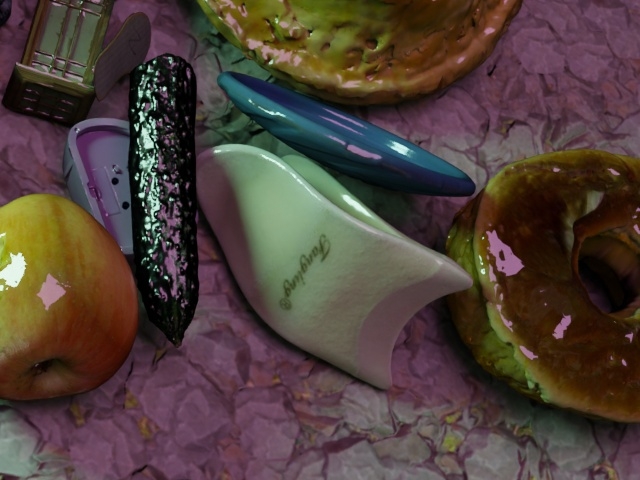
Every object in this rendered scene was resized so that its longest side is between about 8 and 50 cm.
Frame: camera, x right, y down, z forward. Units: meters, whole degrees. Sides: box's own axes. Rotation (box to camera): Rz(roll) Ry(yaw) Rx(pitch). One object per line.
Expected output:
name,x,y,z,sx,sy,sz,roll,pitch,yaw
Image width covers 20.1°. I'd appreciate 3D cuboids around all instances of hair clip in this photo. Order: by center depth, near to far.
hair clip,-0.007,0.008,1.819,0.282,0.172,0.113,48,33,18

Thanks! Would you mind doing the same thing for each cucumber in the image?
cucumber,-0.152,-0.040,1.772,0.072,0.072,0.300,4,65,-19

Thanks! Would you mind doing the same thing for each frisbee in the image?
frisbee,0.021,-0.096,1.842,0.289,0.289,0.049,23,98,-9

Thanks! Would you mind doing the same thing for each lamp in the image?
lamp,-0.250,-0.281,1.899,0.089,0.090,0.325,16,61,-12

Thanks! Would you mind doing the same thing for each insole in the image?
insole,-0.202,-0.191,1.855,0.004,0.064,0.188,3,25,12

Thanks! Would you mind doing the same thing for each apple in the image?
apple,-0.262,0.051,1.695,0.199,0.199,0.199,8,63,-17

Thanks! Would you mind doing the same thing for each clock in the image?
clock,-0.195,-0.050,1.833,0.110,0.050,0.153,-13,72,-25

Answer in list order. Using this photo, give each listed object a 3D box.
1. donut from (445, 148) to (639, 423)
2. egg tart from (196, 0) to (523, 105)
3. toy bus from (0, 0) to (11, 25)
donut,0.282,0.050,1.918,0.330,0.160,0.330,7,74,-24
egg tart,0.048,-0.367,1.961,0.443,0.178,0.443,4,78,-22
toy bus,-0.376,-0.208,1.801,0.123,0.121,0.336,7,64,-8
